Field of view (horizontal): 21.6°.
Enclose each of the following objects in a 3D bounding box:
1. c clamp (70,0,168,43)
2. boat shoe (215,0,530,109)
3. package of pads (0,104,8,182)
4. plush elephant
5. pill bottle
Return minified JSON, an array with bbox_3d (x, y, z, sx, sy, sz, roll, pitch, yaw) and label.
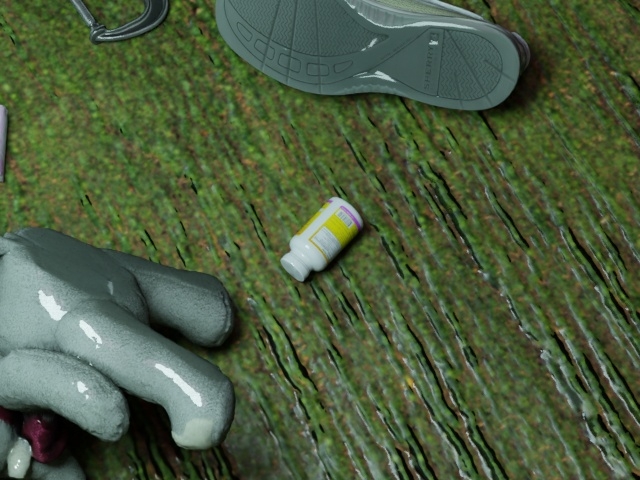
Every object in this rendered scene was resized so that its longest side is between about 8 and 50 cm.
[{"bbox_3d":[-0.244,-0.263,1.786,0.137,0.022,0.160,-33,63,-18],"label":"c clamp"},{"bbox_3d":[0.051,-0.207,1.693,0.320,0.103,0.118,11,109,13],"label":"boat shoe"},{"bbox_3d":[-0.344,-0.097,1.698,0.050,0.032,0.083,-2,62,0],"label":"package of pads"},{"bbox_3d":[-0.257,0.135,1.466,0.330,0.255,0.272,24,18,-19],"label":"plush elephant"},{"bbox_3d":[0.000,0.000,1.614,0.043,0.043,0.083,37,71,21],"label":"pill bottle"}]
